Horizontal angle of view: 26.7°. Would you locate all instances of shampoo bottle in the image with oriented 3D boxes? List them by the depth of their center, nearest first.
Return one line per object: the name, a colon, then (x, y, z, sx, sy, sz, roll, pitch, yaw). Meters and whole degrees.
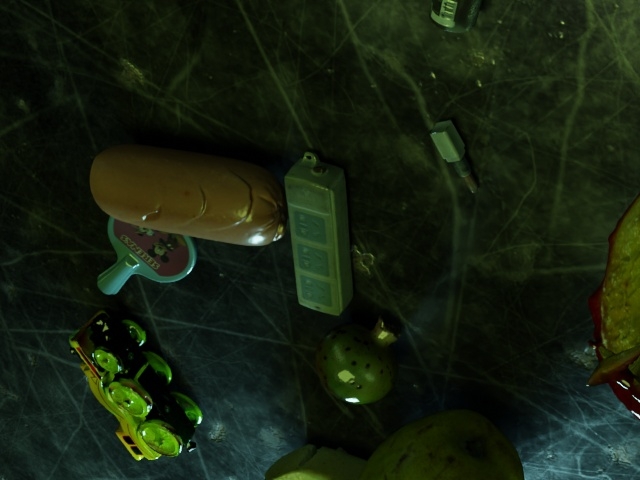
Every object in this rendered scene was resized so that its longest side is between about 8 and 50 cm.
shampoo bottle: (0.164, -0.326, 1.476, 0.057, 0.063, 0.207, 17, 135, 7)

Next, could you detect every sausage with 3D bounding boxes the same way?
sausage: (-0.181, -0.065, 1.910, 0.304, 0.121, 0.121, 11, 132, 29)

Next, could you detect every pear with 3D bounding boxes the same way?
pear: (0.174, 0.395, 1.978, 0.253, 0.253, 0.307, 33, 128, 7)

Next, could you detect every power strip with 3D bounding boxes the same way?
power strip: (-0.001, 0.000, 1.890, 0.078, 0.052, 0.272, 16, 134, 23)

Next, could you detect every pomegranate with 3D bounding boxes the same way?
pomegranate: (0.056, 0.175, 1.968, 0.130, 0.130, 0.130, 19, 135, 21)

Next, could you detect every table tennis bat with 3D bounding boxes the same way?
table tennis bat: (-0.285, 0.019, 2.128, 0.153, 0.040, 0.244, 44, 134, -7)

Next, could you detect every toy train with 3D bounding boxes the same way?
toy train: (-0.325, 0.251, 2.309, 0.161, 0.100, 0.296, -11, 119, 43)

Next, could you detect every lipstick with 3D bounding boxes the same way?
lipstick: (0.174, -0.102, 1.698, 0.025, 0.025, 0.107, -6, 129, 39)

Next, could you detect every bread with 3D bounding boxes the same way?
bread: (0.022, 0.427, 2.207, 0.257, 0.124, 0.185, 22, 130, 19)

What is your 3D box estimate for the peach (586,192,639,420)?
peach: (0.481, 0.057, 1.392, 0.310, 0.335, 0.406, 24, 136, -14)
